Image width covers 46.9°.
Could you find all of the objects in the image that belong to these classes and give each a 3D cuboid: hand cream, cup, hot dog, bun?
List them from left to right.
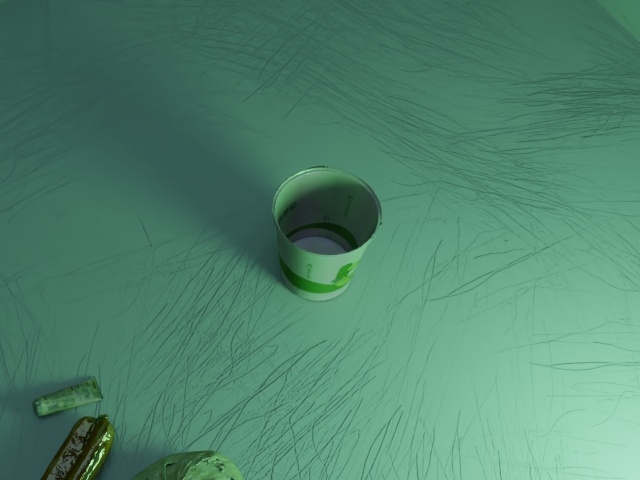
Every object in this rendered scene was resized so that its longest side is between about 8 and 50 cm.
[{"bbox_3d":[-0.555,0.345,1.617,0.143,0.039,0.061,-14,54,-27],"label":"hand cream"},{"bbox_3d":[-0.504,0.471,1.522,0.104,0.076,0.250,9,51,21],"label":"hot dog"},{"bbox_3d":[-0.273,0.549,1.460,0.287,0.146,0.287,2,59,-4],"label":"bun"},{"bbox_3d":[0.000,0.000,1.768,0.253,0.274,0.253,4,56,-6],"label":"cup"}]
